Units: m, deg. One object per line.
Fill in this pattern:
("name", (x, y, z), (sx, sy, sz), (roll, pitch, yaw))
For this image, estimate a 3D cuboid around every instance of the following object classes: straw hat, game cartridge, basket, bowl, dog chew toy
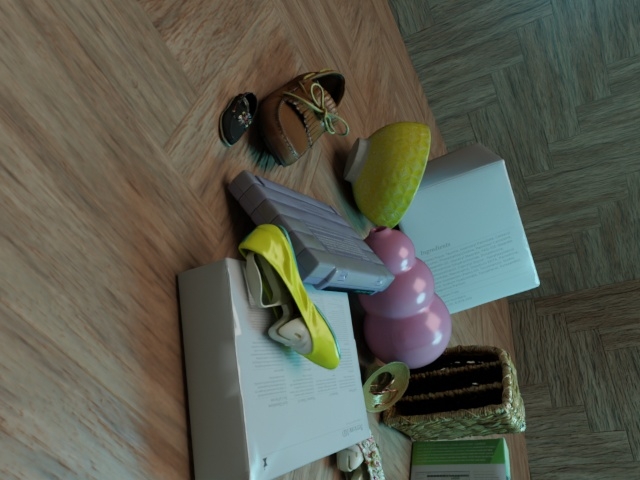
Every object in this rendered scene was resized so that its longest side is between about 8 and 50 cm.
("straw hat", (0.128, 0.311, 1.183), (0.144, 0.144, 0.061), (51, -5, -41))
("game cartridge", (0.000, 0.000, 0.985), (0.230, 0.068, 0.355), (55, 17, 23))
("basket", (0.318, 0.351, 1.281), (0.223, 0.299, 0.214), (45, 38, -48))
("bowl", (0.151, -0.188, 1.375), (0.155, 0.290, 0.290), (19, 46, -9))
("dog chew toy", (0.177, 0.125, 1.209), (0.207, 0.206, 0.332), (-54, 130, -60))

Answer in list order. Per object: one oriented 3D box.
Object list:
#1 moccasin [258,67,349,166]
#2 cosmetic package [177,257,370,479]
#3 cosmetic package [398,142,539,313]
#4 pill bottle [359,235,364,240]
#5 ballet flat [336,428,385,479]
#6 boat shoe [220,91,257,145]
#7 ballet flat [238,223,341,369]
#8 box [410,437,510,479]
("moccasin", (-0.020, -0.270, 1.110), (0.139, 0.146, 0.380), (65, 26, -20))
("cosmetic package", (-0.053, 0.197, 0.832), (0.377, 0.097, 0.285), (20, 55, -60))
("cosmetic package", (0.420, -0.040, 1.620), (0.329, 0.327, 0.394), (-75, 144, -71))
("pill bottle", (0.101, 0.040, 1.285), (0.116, 0.065, 0.065), (43, 40, -49))
("ballet flat", (0.072, 0.428, 0.984), (0.077, 0.091, 0.241), (-23, 95, -51))
("boat shoe", (-0.145, -0.221, 0.948), (0.049, 0.042, 0.133), (56, 32, -39))
("ballet flat", (-0.049, 0.090, 0.729), (0.077, 0.077, 0.231), (-31, 101, -42))
("box", (0.321, 0.613, 1.220), (0.322, 0.232, 0.059), (-71, 143, -50))
